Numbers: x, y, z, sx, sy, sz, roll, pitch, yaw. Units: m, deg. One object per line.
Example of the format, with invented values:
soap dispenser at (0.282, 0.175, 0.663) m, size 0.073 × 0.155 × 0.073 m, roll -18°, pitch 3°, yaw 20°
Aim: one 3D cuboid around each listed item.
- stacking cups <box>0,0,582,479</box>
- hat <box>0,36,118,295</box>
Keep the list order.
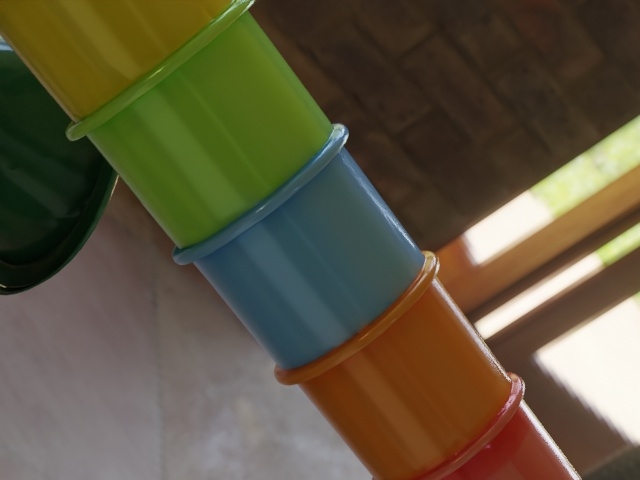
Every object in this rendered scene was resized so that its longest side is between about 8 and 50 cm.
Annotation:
stacking cups at (0.000, 0.000, 0.663) m, size 0.316 × 0.096 × 0.096 m, roll 49°, pitch 19°, yaw -11°
hat at (-0.219, -0.072, 0.911) m, size 0.184 × 0.208 × 0.173 m, roll 13°, pitch 64°, yaw -39°
